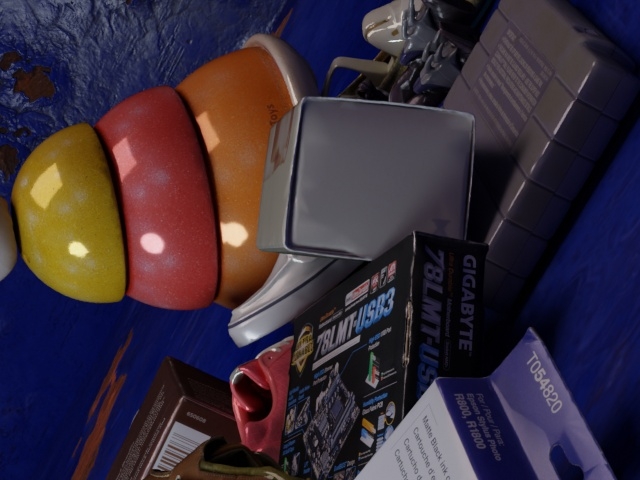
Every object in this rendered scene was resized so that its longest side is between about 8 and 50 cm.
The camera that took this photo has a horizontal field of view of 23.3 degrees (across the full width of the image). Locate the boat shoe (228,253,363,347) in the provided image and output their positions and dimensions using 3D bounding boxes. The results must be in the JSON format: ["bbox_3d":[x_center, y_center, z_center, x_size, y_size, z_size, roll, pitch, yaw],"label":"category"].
[{"bbox_3d":[0.000,0.000,1.587,0.267,0.088,0.096,-39,4,-1],"label":"boat shoe"}]

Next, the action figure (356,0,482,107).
[{"bbox_3d":[0.088,-0.137,1.709,0.185,0.099,0.285,-101,32,-49],"label":"action figure"}]

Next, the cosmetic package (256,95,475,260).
[{"bbox_3d":[0.032,-0.046,1.372,0.296,0.153,0.129,-179,95,-82],"label":"cosmetic package"}]

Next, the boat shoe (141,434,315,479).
[{"bbox_3d":[-0.071,0.217,1.280,0.307,0.110,0.105,7,82,64],"label":"boat shoe"}]

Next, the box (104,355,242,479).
[{"bbox_3d":[-0.116,0.245,1.631,0.168,0.167,0.203,-64,13,3],"label":"box"}]

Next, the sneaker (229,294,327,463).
[{"bbox_3d":[-0.020,0.134,1.529,0.116,0.136,0.314,-57,14,27],"label":"sneaker"}]

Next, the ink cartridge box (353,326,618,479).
[{"bbox_3d":[0.093,0.200,0.960,0.224,0.045,0.223,-54,37,27],"label":"ink cartridge box"}]

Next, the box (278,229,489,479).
[{"bbox_3d":[0.038,0.172,1.230,0.295,0.073,0.293,141,139,-64],"label":"box"}]

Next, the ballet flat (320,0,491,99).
[{"bbox_3d":[0.079,-0.208,1.838,0.348,0.123,0.123,-55,16,36],"label":"ballet flat"}]

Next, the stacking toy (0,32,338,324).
[{"bbox_3d":[-0.235,-0.043,1.793,0.350,0.479,0.351,171,90,-74],"label":"stacking toy"}]

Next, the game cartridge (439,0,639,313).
[{"bbox_3d":[0.175,-0.101,1.383,0.230,0.068,0.355,-57,14,15],"label":"game cartridge"}]
